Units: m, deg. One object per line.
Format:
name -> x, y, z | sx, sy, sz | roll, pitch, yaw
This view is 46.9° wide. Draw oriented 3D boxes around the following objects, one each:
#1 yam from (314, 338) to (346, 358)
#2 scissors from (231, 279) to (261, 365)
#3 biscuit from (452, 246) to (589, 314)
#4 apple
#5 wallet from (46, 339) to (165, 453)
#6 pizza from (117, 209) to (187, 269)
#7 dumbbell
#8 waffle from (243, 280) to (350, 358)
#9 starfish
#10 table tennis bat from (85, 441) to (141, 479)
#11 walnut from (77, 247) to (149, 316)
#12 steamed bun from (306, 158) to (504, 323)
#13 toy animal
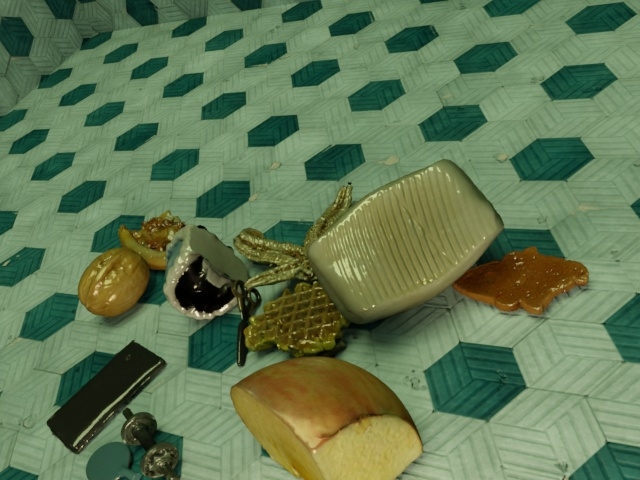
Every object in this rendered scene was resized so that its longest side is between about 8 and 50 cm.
yam -> -0.005, 0.251, 1.561 | 0.129, 0.027, 0.033 | -35, 77, -15
scissors -> -0.177, 0.193, 1.708 | 0.017, 0.088, 0.220 | -29, 43, 31
biscuit -> 0.406, 0.085, 1.518 | 0.280, 0.043, 0.183 | -9, 36, 27
apple -> -0.006, 0.328, 1.339 | 0.309, 0.314, 0.252 | 34, 108, 48
wallet -> -0.498, 0.355, 1.716 | 0.146, 0.030, 0.285 | 22, 56, 40
pizza -> -0.445, -0.003, 2.071 | 0.365, 0.074, 0.182 | 21, 65, 42
dumbbell -> -0.353, 0.419, 1.516 | 0.081, 0.081, 0.254 | -39, 39, -17
waffle -> -0.046, 0.182, 1.626 | 0.249, 0.056, 0.253 | -33, 30, -13
starfish -> 0.000, 0.000, 1.814 | 0.432, 0.082, 0.324 | -19, 35, 3
table tennis bat -> -0.431, 0.473, 1.547 | 0.155, 0.019, 0.100 | 8, 48, 38
walnut -> -0.540, 0.110, 1.932 | 0.159, 0.159, 0.206 | 7, 42, 35
steamed bun -> 0.177, 0.017, 1.561 | 0.383, 0.236, 0.247 | -34, 76, -4
toy animal -> -0.297, 0.079, 1.809 | 0.156, 0.208, 0.204 | -38, 35, 17
